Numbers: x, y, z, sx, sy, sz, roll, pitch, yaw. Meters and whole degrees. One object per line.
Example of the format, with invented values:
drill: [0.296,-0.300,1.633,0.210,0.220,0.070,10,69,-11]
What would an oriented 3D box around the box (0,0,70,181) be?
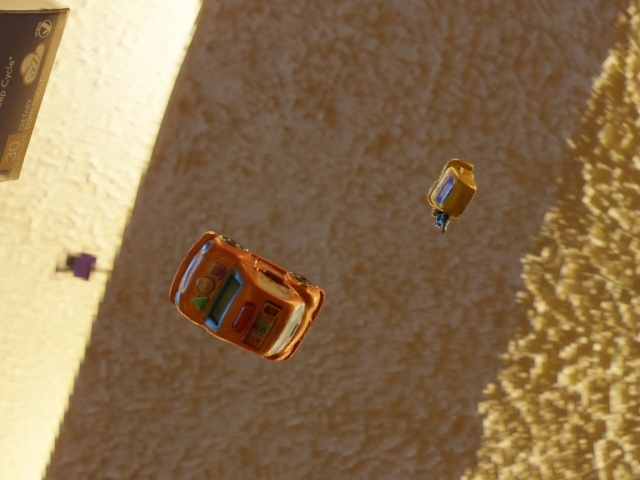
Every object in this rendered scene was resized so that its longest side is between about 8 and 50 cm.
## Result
box: [-0.265,-0.095,0.981,0.036,0.225,0.136,31,-68,24]

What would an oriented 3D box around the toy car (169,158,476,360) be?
toy car: [0.000,0.000,0.564,0.122,0.040,0.060,-42,-76,8]
